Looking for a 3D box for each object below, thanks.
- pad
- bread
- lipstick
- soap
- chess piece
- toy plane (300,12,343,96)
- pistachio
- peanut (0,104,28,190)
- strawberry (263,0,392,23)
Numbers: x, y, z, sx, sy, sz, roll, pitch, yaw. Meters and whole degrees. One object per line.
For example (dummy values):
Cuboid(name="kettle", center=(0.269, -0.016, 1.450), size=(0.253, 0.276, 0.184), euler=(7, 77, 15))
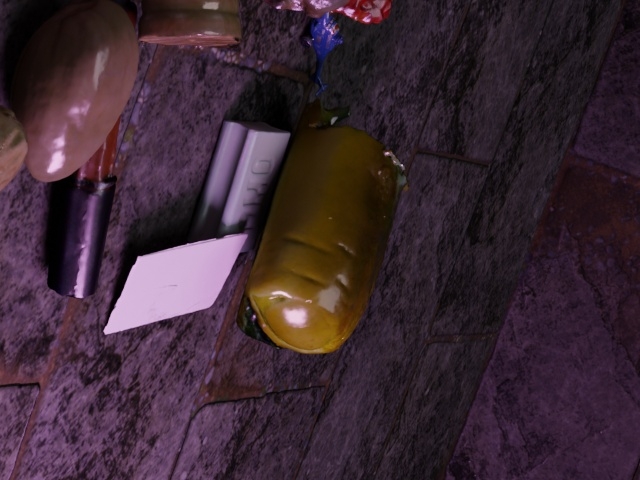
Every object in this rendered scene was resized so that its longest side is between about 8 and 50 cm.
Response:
Cuboid(name="pad", center=(-0.211, 0.062, 2.158), size=(0.232, 0.004, 0.156), euler=(-13, 140, -49))
Cuboid(name="bread", center=(0.000, 0.000, 2.288), size=(0.251, 0.208, 0.376), euler=(103, 6, -65))
Cuboid(name="lipstick", center=(-0.287, -0.126, 1.840), size=(0.077, 0.077, 0.418), euler=(-26, 132, -56))
Cuboid(name="soap", center=(-0.124, -0.082, 2.233), size=(0.119, 0.067, 0.198), euler=(-4, 115, -62))
Cuboid(name="chess piece", center=(-0.154, -0.384, 1.767), size=(0.137, 0.137, 0.300), euler=(-2, 94, -64))
Cuboid(name="toy plane", center=(0.004, -0.301, 2.314), size=(0.054, 0.062, 0.167), euler=(-48, 160, -37))
Cuboid(name="pistachio", center=(-0.292, -0.178, 1.711), size=(0.136, 0.136, 0.226), euler=(-4, 120, -64))
Cuboid(name="peanut", center=(-0.411, -0.051, 1.589), size=(0.256, 0.124, 0.123), euler=(-50, 151, -29))
Cuboid(name="strawberry", center=(-0.016, -0.402, 1.945), size=(0.336, 0.265, 0.149), euler=(-66, 172, -70))
